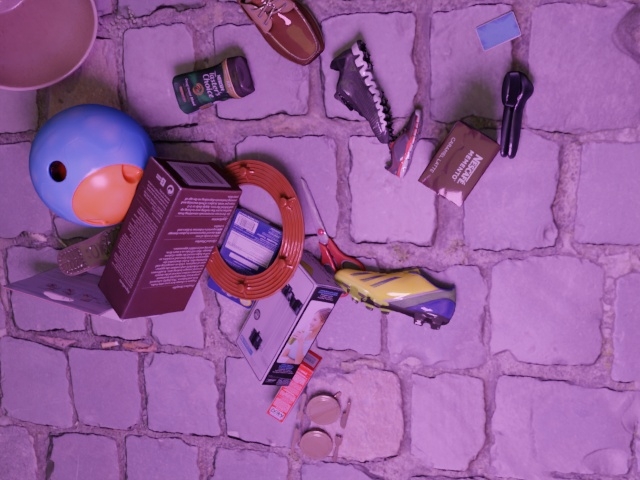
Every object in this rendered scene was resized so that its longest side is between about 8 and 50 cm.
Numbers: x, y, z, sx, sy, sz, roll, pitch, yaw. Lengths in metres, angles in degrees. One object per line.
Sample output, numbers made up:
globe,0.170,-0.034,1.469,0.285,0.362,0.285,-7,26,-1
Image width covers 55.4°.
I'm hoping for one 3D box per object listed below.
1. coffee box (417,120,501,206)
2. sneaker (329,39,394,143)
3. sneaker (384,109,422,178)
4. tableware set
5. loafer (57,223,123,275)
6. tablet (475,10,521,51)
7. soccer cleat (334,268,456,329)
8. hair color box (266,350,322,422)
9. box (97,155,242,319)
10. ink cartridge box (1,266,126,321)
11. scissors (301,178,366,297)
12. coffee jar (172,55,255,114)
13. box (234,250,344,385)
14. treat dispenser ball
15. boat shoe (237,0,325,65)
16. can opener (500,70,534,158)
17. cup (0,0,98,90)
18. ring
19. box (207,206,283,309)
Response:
coffee box,0.287,-0.164,1.251,0.098,0.246,0.141,34,108,6
sneaker,0.088,-0.319,1.364,0.106,0.078,0.235,-20,92,20
sneaker,0.182,-0.221,1.367,0.064,0.061,0.158,21,105,16
tableware set,-0.002,0.473,1.565,0.128,0.039,0.194,12,110,0
loafer,-0.547,0.015,1.588,0.268,0.092,0.102,-15,99,1
tablet,0.379,-0.445,1.297,0.083,0.006,0.054,-21,95,18
soccer cleat,0.176,0.113,1.428,0.288,0.093,0.121,19,71,9
hair color box,-0.065,0.363,1.529,0.053,0.093,0.167,33,108,6
box,-0.360,-0.002,1.445,0.143,0.191,0.382,42,116,29
ink cartridge box,-0.616,0.147,1.550,0.274,0.239,0.060,14,104,11
scissors,0.000,0.000,1.476,0.109,0.021,0.297,-33,93,20
coffee jar,-0.250,-0.367,1.437,0.184,0.079,0.096,-14,97,16
box,-0.081,0.182,1.456,0.290,0.087,0.169,-60,42,17
treat dispenser ball,-0.530,-0.175,1.439,0.287,0.288,0.289,3,102,14
boat shoe,-0.125,-0.526,1.351,0.122,0.120,0.324,-42,89,18
can opener,0.409,-0.268,1.302,0.073,0.059,0.186,-4,112,-12
cup,-0.729,-0.557,1.428,0.331,0.331,0.237,-50,61,18
ring,-0.180,-0.024,1.453,0.336,0.032,0.337,1,92,34
box,-0.186,0.047,1.526,0.136,0.036,0.225,27,105,8
